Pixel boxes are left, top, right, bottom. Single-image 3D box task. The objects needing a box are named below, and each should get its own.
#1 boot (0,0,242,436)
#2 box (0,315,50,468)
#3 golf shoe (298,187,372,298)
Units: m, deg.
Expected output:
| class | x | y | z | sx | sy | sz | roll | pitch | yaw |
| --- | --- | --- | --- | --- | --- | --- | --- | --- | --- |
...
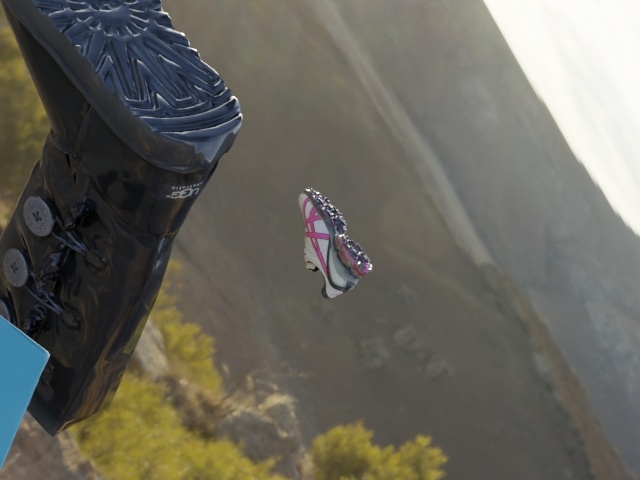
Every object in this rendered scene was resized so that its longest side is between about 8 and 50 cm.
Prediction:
| class | x | y | z | sx | sy | sz | roll | pitch | yaw |
| --- | --- | --- | --- | --- | --- | --- | --- | --- | --- |
| boot | -0.274 | -0.065 | 1.049 | 0.146 | 0.445 | 0.367 | -12 | 56 | -37 |
| box | -0.193 | 0.135 | 0.376 | 0.060 | 0.101 | 0.244 | 47 | 40 | -34 |
| golf shoe | 0.000 | 0.000 | 1.465 | 0.067 | 0.086 | 0.186 | 32 | 23 | -45 |
